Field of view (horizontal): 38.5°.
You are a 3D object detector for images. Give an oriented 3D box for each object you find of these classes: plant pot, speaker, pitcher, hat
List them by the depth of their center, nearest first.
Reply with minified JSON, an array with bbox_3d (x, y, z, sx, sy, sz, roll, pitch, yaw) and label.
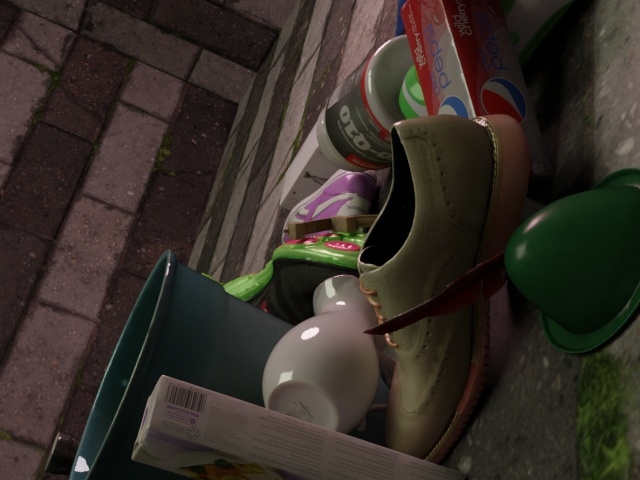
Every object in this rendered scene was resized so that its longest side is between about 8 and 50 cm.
[{"bbox_3d":[0.174,-0.004,0.808,0.173,0.183,0.209,-45,26,56],"label":"hat"},{"bbox_3d":[0.028,0.158,1.056,0.125,0.178,0.207,-35,10,29],"label":"pitcher"},{"bbox_3d":[0.218,-0.264,1.172,0.296,0.131,0.131,-55,19,42],"label":"speaker"},{"bbox_3d":[-0.108,0.228,1.190,0.341,0.334,0.341,-158,90,-76],"label":"plant pot"}]

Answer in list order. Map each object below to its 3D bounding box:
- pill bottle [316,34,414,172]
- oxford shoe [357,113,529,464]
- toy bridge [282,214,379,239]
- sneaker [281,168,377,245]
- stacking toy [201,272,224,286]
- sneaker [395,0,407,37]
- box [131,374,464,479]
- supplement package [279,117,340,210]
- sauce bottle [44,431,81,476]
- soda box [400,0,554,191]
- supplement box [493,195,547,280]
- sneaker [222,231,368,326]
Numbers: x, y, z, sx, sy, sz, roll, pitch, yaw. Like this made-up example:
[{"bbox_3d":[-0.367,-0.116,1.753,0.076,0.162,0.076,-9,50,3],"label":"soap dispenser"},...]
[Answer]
[{"bbox_3d":[0.099,-0.200,1.437,0.161,0.161,0.283,-71,14,-14],"label":"pill bottle"},{"bbox_3d":[0.097,0.057,0.956,0.140,0.146,0.397,-132,47,-66],"label":"oxford shoe"},{"bbox_3d":[0.032,-0.024,1.365,0.063,0.188,0.026,-170,74,-67],"label":"toy bridge"},{"bbox_3d":[-0.001,0.000,1.631,0.282,0.102,0.161,129,155,-49],"label":"sneaker"},{"bbox_3d":[-0.184,0.184,1.788,0.221,0.052,0.167,29,100,35],"label":"stacking toy"},{"bbox_3d":[0.185,-0.391,1.607,0.232,0.090,0.081,59,-130,-81],"label":"sneaker"},{"bbox_3d":[-0.017,0.218,0.883,0.067,0.323,0.063,-83,18,-45],"label":"box"},{"bbox_3d":[0.006,-0.138,1.800,0.105,0.105,0.179,-81,19,-45],"label":"supplement package"},{"bbox_3d":[-0.301,0.415,1.593,0.111,0.344,0.111,-159,90,-78],"label":"sauce bottle"},{"bbox_3d":[0.174,-0.174,1.047,0.092,0.083,0.263,138,122,-60],"label":"soda box"},{"bbox_3d":[0.205,-0.003,0.982,0.083,0.043,0.055,-70,14,-13],"label":"supplement box"},{"bbox_3d":[-0.027,0.119,1.477,0.483,0.185,0.202,-35,69,53],"label":"sneaker"}]
